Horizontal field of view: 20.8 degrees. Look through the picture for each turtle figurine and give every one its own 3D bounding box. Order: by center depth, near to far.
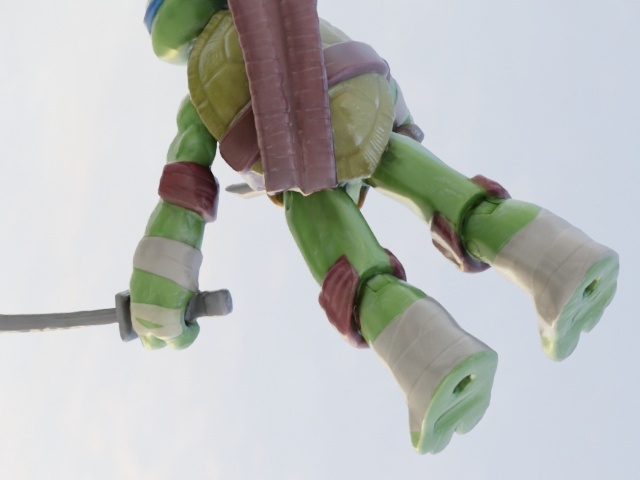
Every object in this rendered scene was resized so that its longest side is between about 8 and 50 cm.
[{"bbox_3d":[0.000,0.000,0.889,0.266,0.198,0.275,41,-66,26],"label":"turtle figurine"}]
